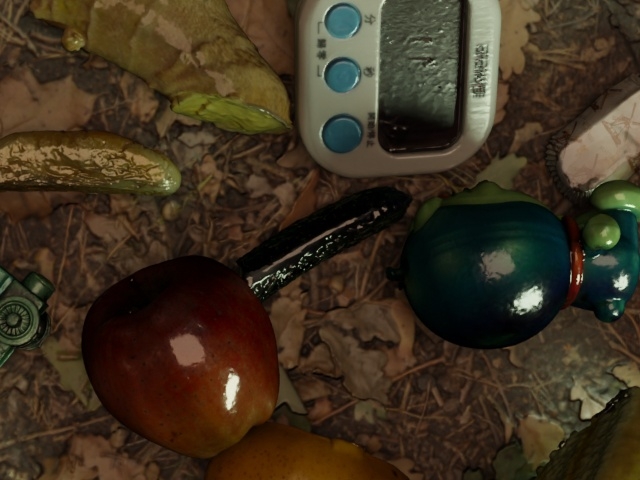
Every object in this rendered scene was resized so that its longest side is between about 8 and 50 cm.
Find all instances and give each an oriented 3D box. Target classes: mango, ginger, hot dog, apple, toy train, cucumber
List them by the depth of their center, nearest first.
[{"bbox_3d":[-0.150,0.129,1.558,0.234,0.234,0.234,0,89,-10],"label":"apple"},{"bbox_3d":[-0.415,0.118,1.582,0.159,0.101,0.248,37,82,6],"label":"toy train"},{"bbox_3d":[-0.280,-0.090,1.608,0.242,0.084,0.073,1,90,-9],"label":"hot dog"},{"bbox_3d":[-0.172,-0.236,1.612,0.354,0.126,0.190,43,73,-10],"label":"ginger"},{"bbox_3d":[0.000,0.324,1.624,0.290,0.160,0.191,17,80,-19],"label":"mango"},{"bbox_3d":[-0.002,-0.002,1.670,0.245,0.067,0.067,-33,95,-11],"label":"cucumber"},{"bbox_3d":[0.365,-0.128,1.735,0.191,0.059,0.108,-37,89,-4],"label":"hot dog"}]

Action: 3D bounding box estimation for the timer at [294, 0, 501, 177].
[{"bbox_3d":[0.086,-0.202,1.637,0.237,0.087,0.262,-5,116,-11],"label":"timer"}]

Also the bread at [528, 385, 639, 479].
[{"bbox_3d":[0.320,0.389,1.561,0.239,0.264,0.395,27,112,0],"label":"bread"}]

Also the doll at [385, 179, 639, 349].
[{"bbox_3d":[0.232,0.027,1.636,0.321,0.198,0.186,-5,64,-7],"label":"doll"}]
